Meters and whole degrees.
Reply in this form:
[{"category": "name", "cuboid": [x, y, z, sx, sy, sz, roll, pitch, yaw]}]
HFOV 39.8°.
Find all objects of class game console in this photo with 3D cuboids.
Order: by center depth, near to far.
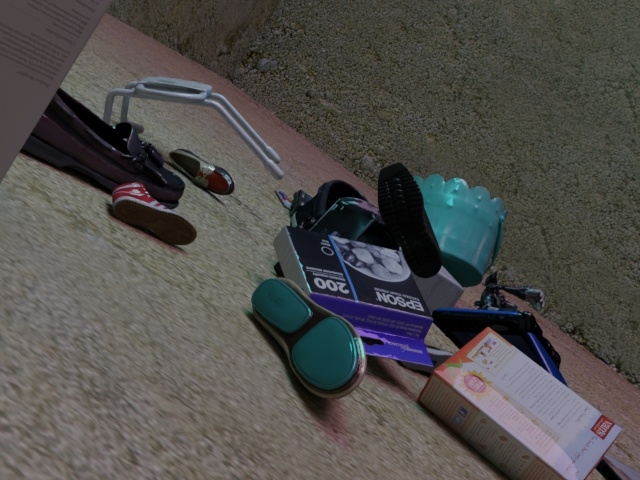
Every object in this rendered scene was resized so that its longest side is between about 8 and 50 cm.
[{"category": "game console", "cuboid": [0.338, 0.241, 1.530, 0.250, 0.173, 0.293, 1, -22, 25]}]

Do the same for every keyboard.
[{"category": "keyboard", "cuboid": [0.000, 0.000, 1.388, 0.108, 0.180, 0.023, 23, -38, 27]}]

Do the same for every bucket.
[{"category": "bucket", "cuboid": [0.297, -0.015, 2.128, 0.281, 0.183, 0.281, 18, -19, 6]}]

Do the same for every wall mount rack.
[{"category": "wall mount rack", "cuboid": [-0.209, -0.205, 1.544, 0.304, 0.130, 0.350, 9, 13, -6]}]

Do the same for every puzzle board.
[{"category": "puzzle board", "cuboid": [-0.053, -0.076, 2.029, 0.096, 0.011, 0.128, 31, 10, -21]}]

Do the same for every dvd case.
[{"category": "dvd case", "cuboid": [0.569, 0.452, 1.500, 0.180, 0.022, 0.253, 31, 10, -21]}]

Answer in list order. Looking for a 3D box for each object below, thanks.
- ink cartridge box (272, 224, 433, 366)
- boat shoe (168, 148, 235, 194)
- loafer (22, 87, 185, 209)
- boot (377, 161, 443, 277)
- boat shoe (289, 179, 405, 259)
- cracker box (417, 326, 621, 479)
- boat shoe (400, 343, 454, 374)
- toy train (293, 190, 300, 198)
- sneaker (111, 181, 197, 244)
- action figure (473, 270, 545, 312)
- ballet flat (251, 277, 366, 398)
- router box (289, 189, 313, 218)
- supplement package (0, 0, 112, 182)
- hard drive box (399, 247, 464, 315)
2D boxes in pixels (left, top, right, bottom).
[{"category": "ink cartridge box", "cuboid": [0.052, 0.074, 1.232, 0.206, 0.045, 0.208, 13, 35, -28]}, {"category": "boat shoe", "cuboid": [-0.213, -0.123, 1.586, 0.137, 0.049, 0.043, 35, 14, 19]}, {"category": "loafer", "cuboid": [-0.288, -0.129, 1.193, 0.302, 0.095, 0.109, 25, 13, -46]}, {"category": "boot", "cuboid": [0.156, -0.033, 1.521, 0.137, 0.077, 0.197, -8, 82, -76]}, {"category": "boat shoe", "cuboid": [0.056, 0.011, 1.530, 0.187, 0.156, 0.500, 34, 10, -18]}, {"category": "cracker box", "cuboid": [0.270, 0.237, 1.200, 0.232, 0.067, 0.156, 38, 39, 22]}, {"category": "boat shoe", "cuboid": [0.169, 0.183, 1.377, 0.142, 0.049, 0.040, 24, 13, -40]}, {"category": "toy train", "cuboid": [-0.007, -0.084, 2.186, 0.158, 0.027, 0.036, 25, 17, -46]}, {"category": "sneaker", "cuboid": [-0.216, -0.037, 1.145, 0.118, 0.042, 0.067, 27, 15, -31]}, {"category": "action figure", "cuboid": [0.414, 0.175, 1.970, 0.141, 0.164, 0.275, 15, 19, 1]}, {"category": "ballet flat", "cuboid": [-0.002, 0.120, 1.019, 0.086, 0.086, 0.248, 29, 10, -33]}, {"category": "router box", "cuboid": [-0.018, -0.058, 1.932, 0.092, 0.038, 0.122, 32, 16, -11]}, {"category": "supplement package", "cuboid": [-0.367, -0.219, 0.840, 0.198, 0.262, 0.199, 41, 11, 36]}, {"category": "hard drive box", "cuboid": [0.173, 0.055, 1.917, 0.232, 0.089, 0.181, 32, 9, -21]}]
